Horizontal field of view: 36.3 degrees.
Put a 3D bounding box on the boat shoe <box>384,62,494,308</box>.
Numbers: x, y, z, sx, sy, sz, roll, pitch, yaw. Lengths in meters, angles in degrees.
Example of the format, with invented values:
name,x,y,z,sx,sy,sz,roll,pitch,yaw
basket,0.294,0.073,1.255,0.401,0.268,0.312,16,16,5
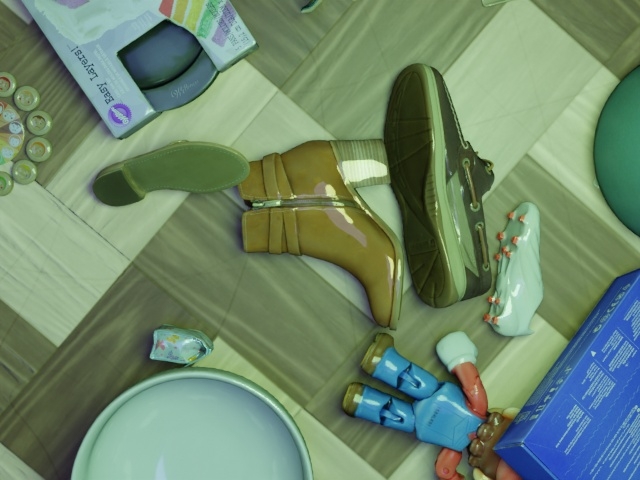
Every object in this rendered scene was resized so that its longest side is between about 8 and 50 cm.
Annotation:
name,x,y,z,sx,sy,sz,roll,pitch,yaw
boat shoe,0.182,-0.081,1.385,0.123,0.123,0.342,-10,89,-29

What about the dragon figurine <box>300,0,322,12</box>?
name,x,y,z,sx,sy,sz,roll,pitch,yaw
dragon figurine,0.004,-0.461,1.357,0.144,0.085,0.289,30,93,-2

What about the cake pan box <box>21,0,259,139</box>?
name,x,y,z,sx,sy,sz,roll,pitch,yaw
cake pan box,-0.253,-0.308,1.377,0.246,0.070,0.267,-32,94,4

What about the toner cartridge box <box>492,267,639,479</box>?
name,x,y,z,sx,sy,sz,roll,pitch,yaw
toner cartridge box,0.399,0.210,1.333,0.165,0.075,0.348,46,62,-4

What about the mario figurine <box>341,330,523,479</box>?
name,x,y,z,sx,sy,sz,roll,pitch,yaw
mario figurine,0.197,0.262,1.415,0.320,0.170,0.198,28,134,7

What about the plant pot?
name,x,y,z,sx,sy,sz,roll,pitch,yaw
plant pot,0.532,-0.122,1.286,0.290,0.195,0.290,0,94,-1

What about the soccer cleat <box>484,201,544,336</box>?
name,x,y,z,sx,sy,sz,roll,pitch,yaw
soccer cleat,0.292,0.043,1.411,0.076,0.068,0.196,10,95,-16

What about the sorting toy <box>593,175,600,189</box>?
name,x,y,z,sx,sy,sz,roll,pitch,yaw
sorting toy,0.436,-0.095,1.410,0.075,0.045,0.083,15,93,6

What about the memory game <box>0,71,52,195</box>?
name,x,y,z,sx,sy,sz,roll,pitch,yaw
memory game,-0.478,-0.155,1.413,0.186,0.012,0.186,0,94,0

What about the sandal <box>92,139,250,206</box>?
name,x,y,z,sx,sy,sz,roll,pitch,yaw
sandal,-0.209,-0.114,1.389,0.240,0.079,0.088,-11,128,19

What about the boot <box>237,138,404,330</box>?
name,x,y,z,sx,sy,sz,roll,pitch,yaw
boot,0.000,0.000,1.377,0.220,0.109,0.283,-9,92,-1

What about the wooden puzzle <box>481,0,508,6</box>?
name,x,y,z,sx,sy,sz,roll,pitch,yaw
wooden puzzle,0.259,-0.378,1.400,0.116,0.014,0.078,-21,94,2

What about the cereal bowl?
name,x,y,z,sx,sy,sz,roll,pitch,yaw
cereal bowl,-0.174,0.339,1.387,0.339,0.141,0.339,0,95,0

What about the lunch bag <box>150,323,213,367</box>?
name,x,y,z,sx,sy,sz,roll,pitch,yaw
lunch bag,-0.197,0.153,1.407,0.083,0.071,0.053,8,93,-2
